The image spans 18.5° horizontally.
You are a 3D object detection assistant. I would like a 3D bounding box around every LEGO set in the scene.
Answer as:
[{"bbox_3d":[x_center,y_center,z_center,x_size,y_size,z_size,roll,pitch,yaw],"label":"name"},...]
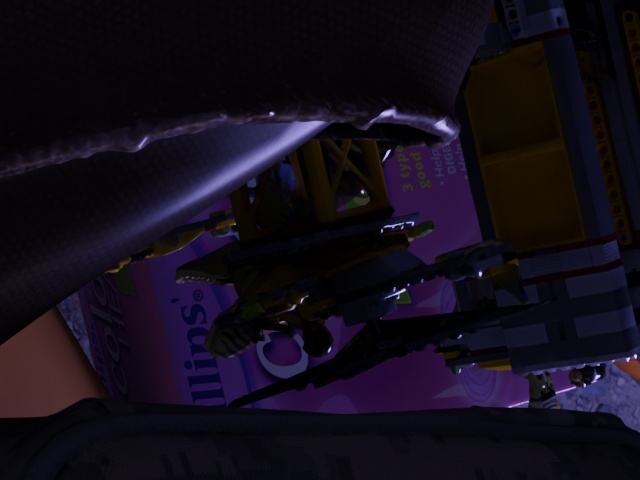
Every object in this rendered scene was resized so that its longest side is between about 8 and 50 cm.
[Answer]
[{"bbox_3d":[0.001,-0.002,0.711,0.255,0.192,0.331,-12,-179,28],"label":"LEGO set"}]

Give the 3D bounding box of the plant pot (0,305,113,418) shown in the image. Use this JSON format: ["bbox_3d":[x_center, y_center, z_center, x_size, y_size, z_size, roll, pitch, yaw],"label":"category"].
[{"bbox_3d":[-0.216,0.109,0.932,0.291,0.203,0.291,-39,-163,14],"label":"plant pot"}]

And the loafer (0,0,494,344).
[{"bbox_3d":[-0.132,0.004,0.417,0.366,0.130,0.134,-13,-178,-7],"label":"loafer"}]

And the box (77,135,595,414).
[{"bbox_3d":[0.000,0.000,1.035,0.243,0.213,0.117,-13,-178,-25],"label":"box"}]

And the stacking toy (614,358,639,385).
[{"bbox_3d":[0.177,-0.054,1.458,0.480,0.351,0.350,9,168,-35],"label":"stacking toy"}]

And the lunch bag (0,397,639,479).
[{"bbox_3d":[-0.053,0.160,0.553,0.256,0.213,0.305,-11,170,39],"label":"lunch bag"}]
